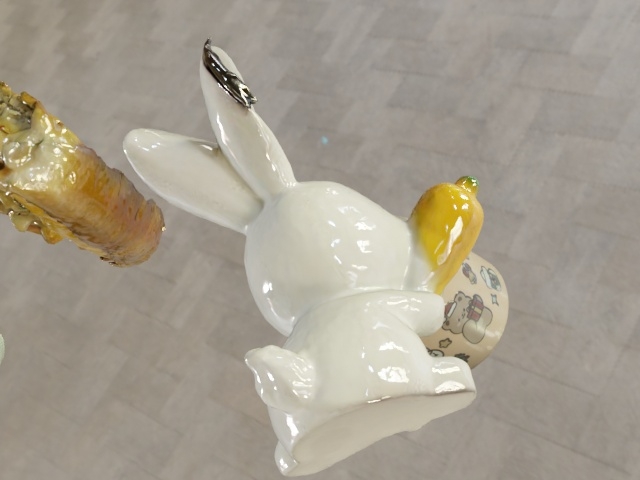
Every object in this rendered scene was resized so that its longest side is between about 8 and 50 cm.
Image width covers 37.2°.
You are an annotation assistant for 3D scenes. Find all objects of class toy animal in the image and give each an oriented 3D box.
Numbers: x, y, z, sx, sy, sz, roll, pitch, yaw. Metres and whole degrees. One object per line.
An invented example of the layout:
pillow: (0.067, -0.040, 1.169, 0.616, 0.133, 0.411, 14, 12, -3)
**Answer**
toy animal: (0.000, 0.000, 0.440, 0.131, 0.127, 0.182, -33, 55, 23)

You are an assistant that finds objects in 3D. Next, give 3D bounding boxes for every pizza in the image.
pizza: (-0.213, -0.065, 0.595, 0.074, 0.287, 0.251, -58, 19, -9)

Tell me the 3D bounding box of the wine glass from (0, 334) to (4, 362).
wine glass: (-0.368, 0.168, 0.923, 0.103, 0.103, 0.231, -34, 28, 11)

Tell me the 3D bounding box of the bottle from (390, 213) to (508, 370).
bottle: (0.046, 0.025, 0.624, 0.099, 0.152, 0.099, -29, 47, 37)
